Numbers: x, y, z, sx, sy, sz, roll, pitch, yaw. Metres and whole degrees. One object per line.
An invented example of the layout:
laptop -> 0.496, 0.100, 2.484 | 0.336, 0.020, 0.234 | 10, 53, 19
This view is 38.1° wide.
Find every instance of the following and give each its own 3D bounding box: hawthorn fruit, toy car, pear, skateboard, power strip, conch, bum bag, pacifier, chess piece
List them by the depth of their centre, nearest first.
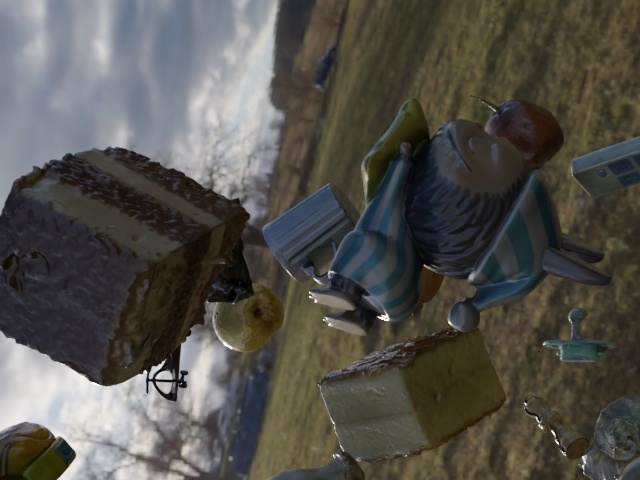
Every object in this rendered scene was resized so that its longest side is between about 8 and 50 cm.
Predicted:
toy car -> -0.493, 0.360, 1.376 | 0.248, 0.142, 0.200 | -41, 5, -1
power strip -> 0.469, -0.119, 1.381 | 0.081, 0.192, 0.035 | 35, -134, -42
skateboard -> -0.289, 0.231, 1.759 | 0.067, 0.080, 0.151 | 180, 93, -78
hawthorn fruit -> 0.392, -0.218, 1.802 | 0.149, 0.149, 0.189 | -92, -17, -79
conch -> 0.644, 0.427, 1.852 | 0.210, 0.291, 0.159 | -57, 37, 7
bum bag -> -0.200, 0.031, 1.917 | 0.069, 0.102, 0.248 | -114, 16, -62
chess piece -> 0.485, 0.383, 1.945 | 0.172, 0.060, 0.060 | 47, 133, 51
pacifier -> 0.550, 0.201, 1.963 | 0.127, 0.150, 0.116 | 26, -117, -50
pear -> -0.166, 0.180, 2.194 | 0.178, 0.178, 0.178 | -170, 90, -88

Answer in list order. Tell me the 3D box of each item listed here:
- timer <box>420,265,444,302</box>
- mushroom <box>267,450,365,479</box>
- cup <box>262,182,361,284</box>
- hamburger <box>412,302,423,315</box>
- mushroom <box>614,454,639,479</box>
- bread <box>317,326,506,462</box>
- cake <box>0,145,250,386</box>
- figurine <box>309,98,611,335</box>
timer -> 0.175, 0.050, 1.976 | 0.132, 0.152, 0.132 | -36, -44, -47
mushroom -> -0.025, 0.436, 1.620 | 0.097, 0.213, 0.088 | 90, 158, -71
cup -> 0.003, -0.001, 2.191 | 0.221, 0.202, 0.167 | 56, -168, 15
hamburger -> 0.170, 0.076, 2.161 | 0.206, 0.130, 0.183 | -58, -47, -46
mushroom -> 0.633, 0.498, 1.571 | 0.290, 0.293, 0.292 | -32, -42, -57
bread -> 0.194, 0.322, 1.954 | 0.279, 0.279, 0.207 | -21, 87, 45
cake -> -0.296, 0.035, 1.347 | 0.290, 0.282, 0.255 | -46, -19, -59
figurine -> 0.233, 0.008, 1.372 | 0.361, 0.378, 0.266 | -62, -27, -18
